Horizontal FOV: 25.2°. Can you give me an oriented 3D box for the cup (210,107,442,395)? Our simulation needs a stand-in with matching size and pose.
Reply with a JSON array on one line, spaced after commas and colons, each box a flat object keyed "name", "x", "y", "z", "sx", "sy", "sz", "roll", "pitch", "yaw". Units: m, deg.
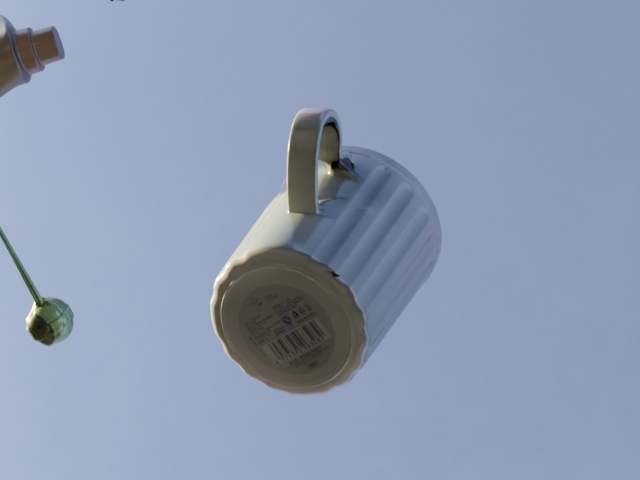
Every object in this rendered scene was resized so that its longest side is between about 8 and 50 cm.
[{"name": "cup", "x": -0.010, "y": 0.008, "z": 1.293, "sx": 0.167, "sy": 0.202, "sz": 0.221, "roll": -27, "pitch": -76, "yaw": 31}]

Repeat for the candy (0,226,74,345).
[{"name": "candy", "x": -0.367, "y": 0.042, "z": 1.764, "sx": 0.061, "sy": 0.061, "sz": 0.202, "roll": -11, "pitch": -63, "yaw": 32}]

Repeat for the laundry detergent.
[{"name": "laundry detergent", "x": -0.416, "y": -0.218, "z": 1.655, "sx": 0.237, "sy": 0.171, "sz": 0.076, "roll": -17, "pitch": -50, "yaw": 2}]
